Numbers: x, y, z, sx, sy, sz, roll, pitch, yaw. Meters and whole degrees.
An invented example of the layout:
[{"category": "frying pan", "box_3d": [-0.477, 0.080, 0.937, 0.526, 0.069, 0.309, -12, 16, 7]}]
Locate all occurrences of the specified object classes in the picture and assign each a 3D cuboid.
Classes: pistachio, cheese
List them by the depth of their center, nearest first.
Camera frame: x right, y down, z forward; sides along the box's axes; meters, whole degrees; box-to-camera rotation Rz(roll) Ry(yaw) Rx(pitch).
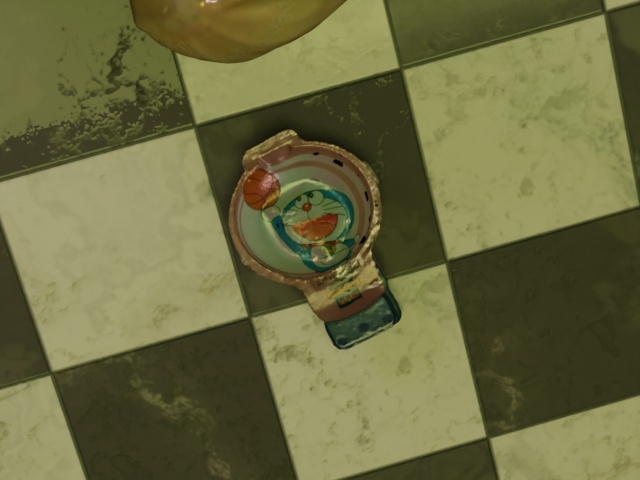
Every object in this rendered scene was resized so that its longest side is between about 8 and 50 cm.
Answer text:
[{"category": "pistachio", "box_3d": [-0.068, -0.318, 1.688, 0.309, 0.230, 0.230, -42, 110, -11]}, {"category": "cheese", "box_3d": [0.000, 0.000, 1.883, 0.189, 0.074, 0.286, -26, 112, 3]}]
